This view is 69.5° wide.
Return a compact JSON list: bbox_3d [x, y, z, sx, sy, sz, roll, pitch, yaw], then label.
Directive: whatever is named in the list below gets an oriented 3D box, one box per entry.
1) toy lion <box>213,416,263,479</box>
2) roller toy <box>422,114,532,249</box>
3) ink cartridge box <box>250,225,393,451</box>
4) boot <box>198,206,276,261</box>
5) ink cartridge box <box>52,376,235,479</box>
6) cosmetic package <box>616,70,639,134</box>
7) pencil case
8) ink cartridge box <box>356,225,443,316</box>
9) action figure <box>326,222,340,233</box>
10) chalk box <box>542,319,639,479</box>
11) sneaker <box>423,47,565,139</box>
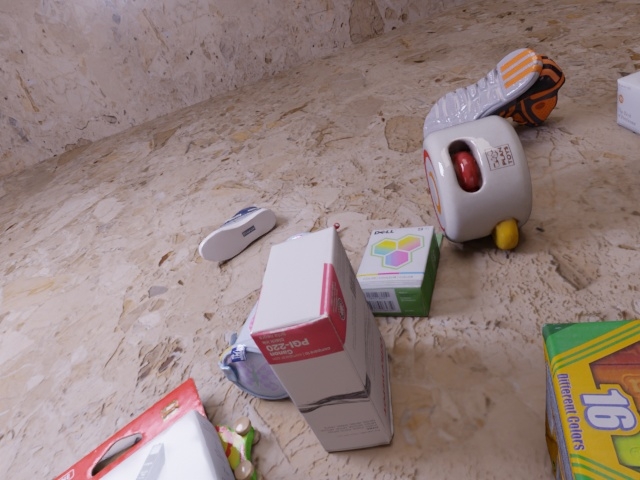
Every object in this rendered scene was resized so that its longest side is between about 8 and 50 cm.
[{"bbox_3d":[-0.123,0.275,0.580,0.096,0.034,0.100,-26,32,4],"label":"toy lion"},{"bbox_3d":[0.261,-0.100,0.766,0.146,0.191,0.209,-14,33,9],"label":"roller toy"},{"bbox_3d":[0.012,0.120,0.554,0.092,0.218,0.159,-17,32,16],"label":"ink cartridge box"},{"bbox_3d":[-0.194,-0.017,1.025,0.189,0.069,0.086,-29,25,-28],"label":"boot"},{"bbox_3d":[-0.250,0.304,0.551,0.275,0.060,0.239,-36,36,-11],"label":"ink cartridge box"},{"bbox_3d":[0.634,-0.226,0.831,0.060,0.099,0.239,-17,32,5],"label":"cosmetic package"},{"bbox_3d":[-0.049,0.105,0.710,0.124,0.114,0.273,-17,30,32],"label":"pencil case"},{"bbox_3d":[0.134,0.030,0.764,0.108,0.062,0.209,-4,36,26],"label":"ink cartridge box"},{"bbox_3d":[0.000,0.000,0.918,0.038,0.030,0.115,11,42,47],"label":"action figure"},{"bbox_3d":[0.332,0.174,0.333,0.288,0.179,0.180,-8,35,19],"label":"chalk box"},{"bbox_3d":[0.397,-0.288,1.048,0.321,0.180,0.125,-22,64,52],"label":"sneaker"}]
